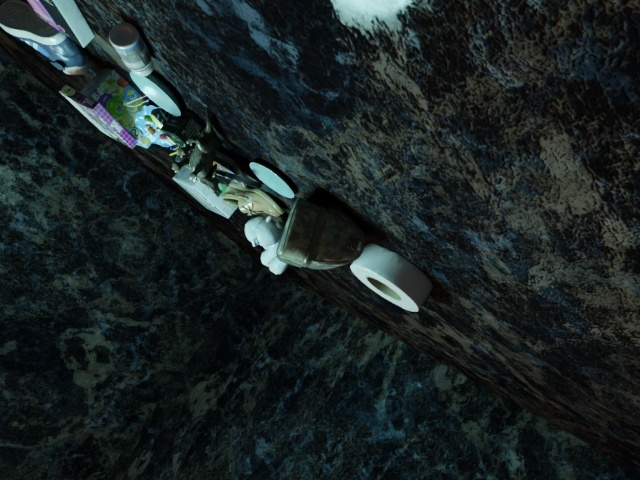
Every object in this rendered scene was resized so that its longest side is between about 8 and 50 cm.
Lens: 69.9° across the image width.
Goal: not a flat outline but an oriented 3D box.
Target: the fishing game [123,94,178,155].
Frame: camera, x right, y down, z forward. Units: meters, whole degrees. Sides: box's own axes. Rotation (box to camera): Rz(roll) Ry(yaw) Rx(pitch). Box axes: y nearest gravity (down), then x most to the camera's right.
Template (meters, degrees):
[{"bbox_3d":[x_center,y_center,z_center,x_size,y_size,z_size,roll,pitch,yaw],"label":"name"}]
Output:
[{"bbox_3d":[-0.613,-0.425,1.727,0.189,0.041,0.264,-11,136,23],"label":"fishing game"}]

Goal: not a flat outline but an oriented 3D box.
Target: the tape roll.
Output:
[{"bbox_3d":[0.249,0.132,1.614,0.286,0.100,0.286,33,167,9],"label":"tape roll"}]

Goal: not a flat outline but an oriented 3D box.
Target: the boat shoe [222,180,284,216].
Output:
[{"bbox_3d":[-0.288,-0.155,1.938,0.341,0.110,0.122,25,164,41],"label":"boat shoe"}]

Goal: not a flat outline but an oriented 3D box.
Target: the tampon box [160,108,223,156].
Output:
[{"bbox_3d":[-0.448,-0.363,1.598,0.120,0.101,0.161,24,165,42],"label":"tampon box"}]

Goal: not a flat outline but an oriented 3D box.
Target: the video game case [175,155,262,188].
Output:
[{"bbox_3d":[-0.374,-0.254,1.715,0.274,0.026,0.196,18,-176,9],"label":"video game case"}]

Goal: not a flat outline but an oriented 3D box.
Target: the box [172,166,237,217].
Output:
[{"bbox_3d":[-0.567,-0.252,2.288,0.231,0.127,0.262,22,161,46],"label":"box"}]

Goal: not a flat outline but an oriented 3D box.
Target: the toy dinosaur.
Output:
[{"bbox_3d":[-0.392,-0.291,1.508,0.121,0.160,0.314,16,119,18],"label":"toy dinosaur"}]

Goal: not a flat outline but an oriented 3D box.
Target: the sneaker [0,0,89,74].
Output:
[{"bbox_3d":[-0.999,-0.714,1.674,0.322,0.130,0.236,26,162,14],"label":"sneaker"}]

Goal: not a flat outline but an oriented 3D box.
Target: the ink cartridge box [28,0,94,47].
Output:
[{"bbox_3d":[-0.778,-0.710,1.273,0.175,0.069,0.371,35,166,0],"label":"ink cartridge box"}]

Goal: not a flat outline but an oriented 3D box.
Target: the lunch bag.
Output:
[{"bbox_3d":[0.000,0.000,1.523,0.256,0.213,0.305,19,172,-6],"label":"lunch bag"}]

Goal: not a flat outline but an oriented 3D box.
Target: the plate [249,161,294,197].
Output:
[{"bbox_3d":[-0.162,-0.214,1.581,0.188,0.024,0.188,33,169,8],"label":"plate"}]

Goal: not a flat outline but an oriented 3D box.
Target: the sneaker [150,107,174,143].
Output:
[{"bbox_3d":[-0.539,-0.396,1.667,0.094,0.082,0.208,-12,145,34],"label":"sneaker"}]

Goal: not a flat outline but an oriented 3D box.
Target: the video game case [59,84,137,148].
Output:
[{"bbox_3d":[-0.823,-0.458,1.709,0.210,0.042,0.232,29,166,25],"label":"video game case"}]

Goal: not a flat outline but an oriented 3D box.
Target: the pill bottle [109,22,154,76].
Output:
[{"bbox_3d":[-0.507,-0.513,1.242,0.078,0.078,0.137,34,168,8],"label":"pill bottle"}]

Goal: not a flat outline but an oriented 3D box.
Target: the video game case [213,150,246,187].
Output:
[{"bbox_3d":[-0.435,-0.334,1.861,0.285,0.025,0.204,33,167,14],"label":"video game case"}]

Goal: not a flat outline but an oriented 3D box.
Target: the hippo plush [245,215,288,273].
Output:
[{"bbox_3d":[-0.218,0.016,2.004,0.294,0.234,0.236,26,-179,44],"label":"hippo plush"}]

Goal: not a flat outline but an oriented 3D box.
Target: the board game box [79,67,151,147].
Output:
[{"bbox_3d":[-0.757,-0.511,1.775,0.144,0.142,0.275,23,163,44],"label":"board game box"}]

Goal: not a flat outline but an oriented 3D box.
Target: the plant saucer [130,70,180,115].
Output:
[{"bbox_3d":[-0.525,-0.487,1.489,0.195,0.037,0.195,34,167,9],"label":"plant saucer"}]
